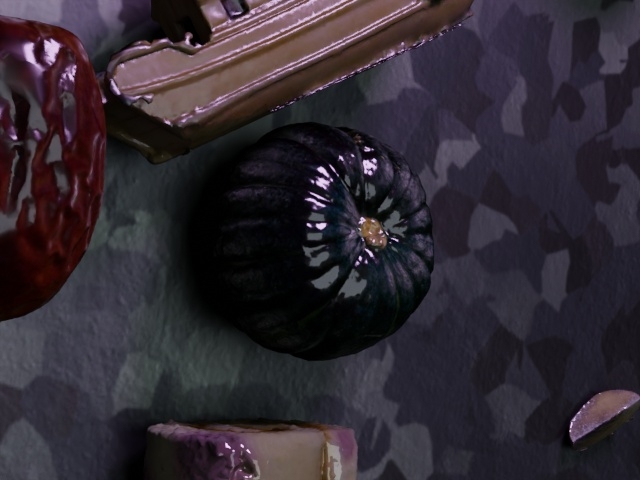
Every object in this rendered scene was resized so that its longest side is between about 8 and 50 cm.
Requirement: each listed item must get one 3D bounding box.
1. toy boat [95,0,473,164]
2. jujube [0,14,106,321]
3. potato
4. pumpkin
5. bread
[{"bbox_3d":[-0.026,-0.208,1.595,0.445,0.136,0.162,-27,95,-28],"label":"toy boat"},{"bbox_3d":[-0.259,-0.056,1.419,0.183,0.183,0.243,11,93,-36],"label":"jujube"},{"bbox_3d":[0.298,0.190,1.926,0.093,0.036,0.037,-32,149,-11],"label":"potato"},{"bbox_3d":[0.000,0.000,1.619,0.220,0.162,0.220,8,78,-41],"label":"pumpkin"},{"bbox_3d":[-0.077,0.327,1.588,0.187,0.155,0.338,6,87,-44],"label":"bread"}]
